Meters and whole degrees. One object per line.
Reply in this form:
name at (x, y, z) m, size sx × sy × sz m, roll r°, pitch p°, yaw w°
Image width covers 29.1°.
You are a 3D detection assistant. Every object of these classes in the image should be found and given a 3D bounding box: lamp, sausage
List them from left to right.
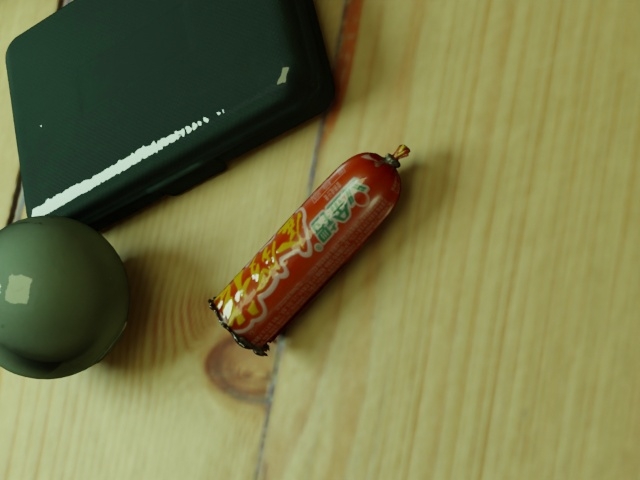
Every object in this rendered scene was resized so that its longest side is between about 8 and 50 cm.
lamp at (-0.170, 0.036, 0.769) m, size 0.105 × 0.105 × 0.105 m, roll -10°, pitch 71°, yaw 31°
sausage at (0.000, 0.000, 0.703) m, size 0.145 × 0.048 × 0.050 m, roll -46°, pitch 18°, yaw 12°

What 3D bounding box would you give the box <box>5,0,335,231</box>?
box at (-0.105, -0.111, 0.802) m, size 0.230 × 0.050 × 0.160 m, roll -25°, pitch 64°, yaw 26°
